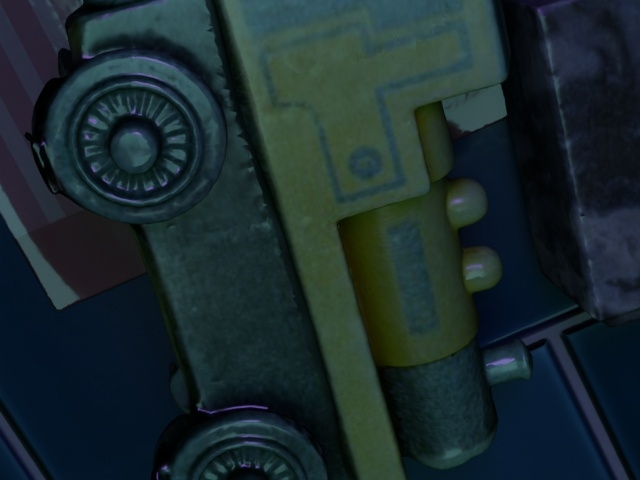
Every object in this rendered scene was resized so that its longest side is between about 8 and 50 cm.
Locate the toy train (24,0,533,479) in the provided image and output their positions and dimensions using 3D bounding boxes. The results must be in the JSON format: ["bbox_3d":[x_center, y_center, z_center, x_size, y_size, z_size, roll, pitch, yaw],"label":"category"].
[{"bbox_3d":[0.000,0.000,0.673,0.237,0.150,0.369,-15,112,1],"label":"toy train"}]

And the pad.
[{"bbox_3d":[-0.065,-0.098,0.709,0.299,0.005,0.202,-22,109,10],"label":"pad"}]

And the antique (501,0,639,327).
[{"bbox_3d":[0.154,-0.051,0.669,0.088,0.086,0.183,-16,109,-6],"label":"antique"}]
